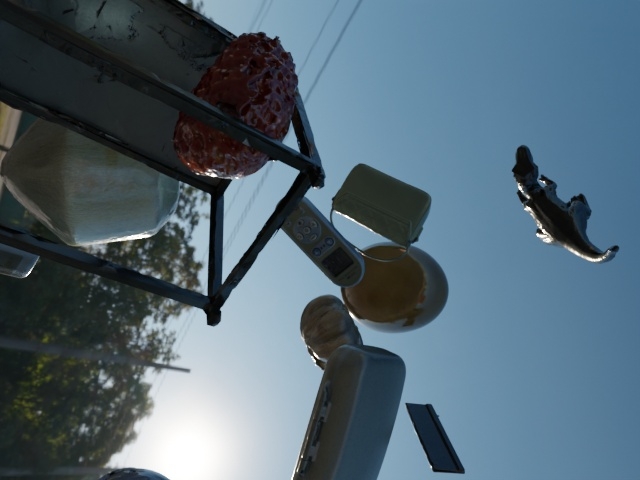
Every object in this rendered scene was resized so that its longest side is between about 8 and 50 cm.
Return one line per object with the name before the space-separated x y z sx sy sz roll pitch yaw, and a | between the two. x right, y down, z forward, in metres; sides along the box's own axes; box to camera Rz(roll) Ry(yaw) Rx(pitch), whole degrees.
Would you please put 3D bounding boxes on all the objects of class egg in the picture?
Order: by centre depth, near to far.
egg | 0.235 0.152 1.656 0.374 0.301 0.301 -10 -114 46

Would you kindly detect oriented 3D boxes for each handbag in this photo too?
handbag | 0.148 -0.065 1.337 0.256 0.079 0.219 29 -98 17

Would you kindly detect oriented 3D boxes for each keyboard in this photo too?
keyboard | 0.337 0.581 1.517 0.310 0.100 0.018 -109 -154 -73

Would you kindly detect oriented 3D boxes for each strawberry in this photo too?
strawberry | -0.089 -0.149 0.513 0.121 0.082 0.188 1 -117 17

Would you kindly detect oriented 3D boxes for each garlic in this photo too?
garlic | 0.028 0.261 1.397 0.152 0.228 0.228 -24 -140 -3

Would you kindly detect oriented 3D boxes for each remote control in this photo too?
remote control | 0.000 0.000 1.088 0.087 0.244 0.047 -40 -172 16

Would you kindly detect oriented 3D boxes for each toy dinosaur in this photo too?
toy dinosaur | 0.311 -0.038 0.698 0.187 0.179 0.087 47 -61 13

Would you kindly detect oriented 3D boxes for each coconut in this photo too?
coconut | -0.377 -0.112 0.845 0.237 0.265 0.238 172 -90 -68

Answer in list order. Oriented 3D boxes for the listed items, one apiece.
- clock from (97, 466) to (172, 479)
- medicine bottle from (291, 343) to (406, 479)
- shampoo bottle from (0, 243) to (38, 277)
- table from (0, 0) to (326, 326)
clock | -0.122 0.263 0.429 0.176 0.117 0.080 49 -55 11
medicine bottle | 0.072 0.429 1.166 0.123 0.282 0.375 13 -94 35
shampoo bottle | -0.549 -0.004 0.754 0.086 0.227 0.056 -35 -132 32
table | -0.204 -0.121 0.527 0.222 0.335 0.272 -51 -150 27
